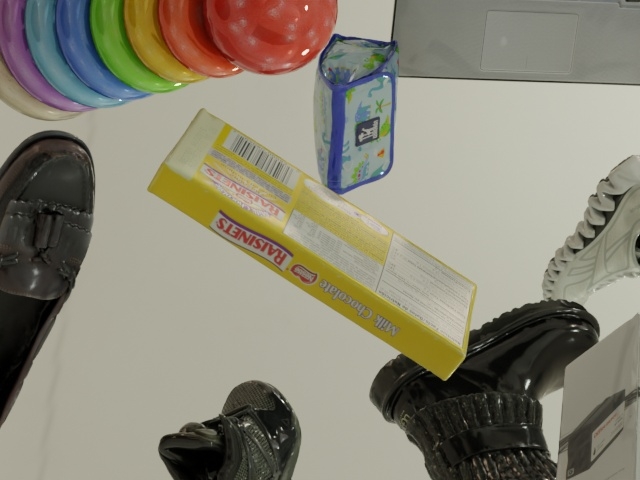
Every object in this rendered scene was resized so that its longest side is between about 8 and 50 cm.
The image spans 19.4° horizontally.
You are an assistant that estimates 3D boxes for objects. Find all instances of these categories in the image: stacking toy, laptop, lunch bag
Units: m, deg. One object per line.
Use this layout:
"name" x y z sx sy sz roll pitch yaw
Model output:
"stacking toy" -0.114 -0.160 1.321 0.330 0.141 0.141 1 -106 51
"laptop" 0.298 -0.337 2.151 0.236 0.382 0.408 -106 -161 -64
"lunch bag" 0.033 -0.134 1.993 0.151 0.096 0.129 -59 153 -60

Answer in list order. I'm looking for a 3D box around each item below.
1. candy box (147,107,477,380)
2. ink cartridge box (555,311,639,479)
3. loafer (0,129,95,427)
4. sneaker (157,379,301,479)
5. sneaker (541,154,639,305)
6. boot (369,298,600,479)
"candy box" 0.000 0.000 1.111 0.027 0.206 0.105 -55 -175 25
"ink cartridge box" 0.364 0.263 1.950 0.129 0.223 0.307 -40 -158 35
"loafer" -0.266 0.050 1.675 0.302 0.109 0.095 -65 -148 23
"sneaker" -0.085 0.188 1.788 0.087 0.130 0.227 -23 -150 21
"sneaker" 0.398 0.018 2.575 0.110 0.118 0.292 -33 158 -39
"boot" 0.258 0.225 2.286 0.260 0.348 0.131 49 -34 37
